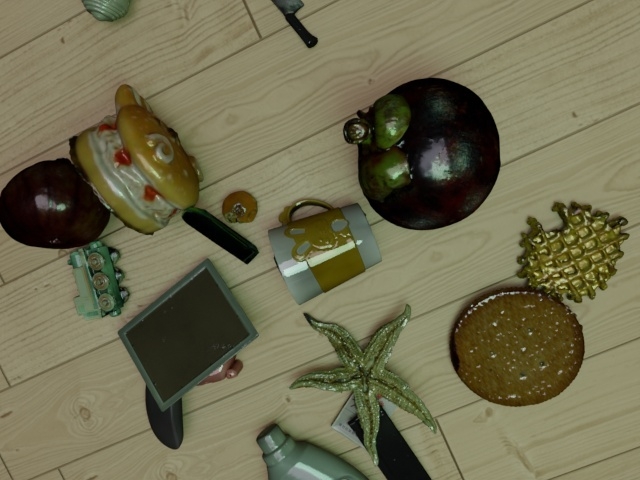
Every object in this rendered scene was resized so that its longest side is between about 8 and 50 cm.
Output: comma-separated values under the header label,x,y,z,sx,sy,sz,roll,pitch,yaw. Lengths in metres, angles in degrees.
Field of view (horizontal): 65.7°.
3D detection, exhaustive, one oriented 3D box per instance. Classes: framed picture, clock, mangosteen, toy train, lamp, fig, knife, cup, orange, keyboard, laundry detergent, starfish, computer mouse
label,x,y,z,sx,sy,sz,roll,pitch,yaw
framed picture,-0.315,0.220,1.169,0.296,0.019,0.232,-38,73,4
clock,-0.280,0.263,1.206,0.165,0.093,0.162,-14,92,7
mangosteen,0.180,-0.172,0.994,0.359,0.306,0.306,-1,97,-21
toy train,-0.233,-0.019,1.140,0.044,0.042,0.209,-45,126,7
lamp,-0.477,-0.594,1.128,0.106,0.106,0.193,16,88,3
fig,-0.602,-0.084,1.125,0.234,0.235,0.215,-6,96,6
knife,-0.077,-0.543,1.134,0.060,0.028,0.230,-39,89,-4
cup,0.000,0.000,1.123,0.226,0.185,0.241,-22,63,2
orange,-0.192,-0.078,1.174,0.086,0.062,0.086,0,94,4
keyboard,0.184,0.542,1.212,0.100,0.018,0.310,-33,99,5
laundry detergent,-0.004,0.617,1.207,0.264,0.125,0.398,-35,90,9
toy train,-0.553,0.099,1.220,0.125,0.081,0.194,-12,97,11
starfish,0.093,0.328,1.156,0.346,0.078,0.358,-2,82,15
computer mouse,-0.389,0.406,1.231,0.120,0.057,0.233,6,99,39

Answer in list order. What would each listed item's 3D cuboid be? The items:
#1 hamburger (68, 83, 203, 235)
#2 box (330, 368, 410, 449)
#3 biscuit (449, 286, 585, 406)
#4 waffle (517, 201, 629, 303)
label,x,y,z,sx,sy,sz,roll,pitch,yaw
hamburger,-0.390,-0.181,1.094,0.186,0.261,0.303,-36,67,4
box,0.120,0.406,1.216,0.109,0.029,0.198,32,98,2
biscuit,0.454,0.248,1.152,0.305,0.038,0.306,2,103,8
waffle,0.569,0.030,1.124,0.228,0.051,0.232,11,98,1
